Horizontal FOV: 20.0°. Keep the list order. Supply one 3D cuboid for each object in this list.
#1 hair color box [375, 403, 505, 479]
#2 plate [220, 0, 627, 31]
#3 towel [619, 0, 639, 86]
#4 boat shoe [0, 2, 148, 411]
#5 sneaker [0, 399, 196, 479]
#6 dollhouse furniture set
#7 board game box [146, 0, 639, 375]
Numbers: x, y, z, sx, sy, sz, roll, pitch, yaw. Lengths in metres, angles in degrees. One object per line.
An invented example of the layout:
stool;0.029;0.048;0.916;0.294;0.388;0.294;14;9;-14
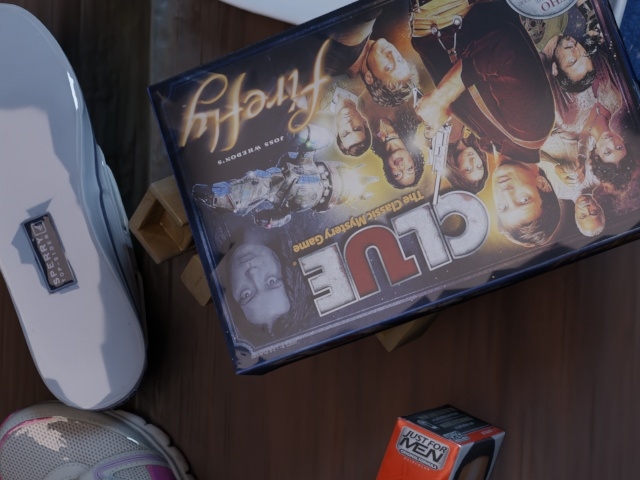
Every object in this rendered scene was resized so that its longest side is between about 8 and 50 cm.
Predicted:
hair color box;0.053;0.169;1.037;0.043;0.072;0.141;23;102;25
plate;0.080;-0.235;1.011;0.278;0.045;0.277;22;100;32
towel;0.175;-0.145;0.990;0.067;0.029;0.119;22;101;25
boat shoe;-0.171;-0.018;1.133;0.095;0.084;0.258;-14;87;2
sneaker;-0.116;0.192;1.099;0.252;0.111;0.103;41;108;20
dollhouse furniture set;0.000;0.000;1.067;0.182;0.101;0.161;52;136;15
board game box;0.047;-0.045;0.941;0.243;0.042;0.165;-21;79;15
